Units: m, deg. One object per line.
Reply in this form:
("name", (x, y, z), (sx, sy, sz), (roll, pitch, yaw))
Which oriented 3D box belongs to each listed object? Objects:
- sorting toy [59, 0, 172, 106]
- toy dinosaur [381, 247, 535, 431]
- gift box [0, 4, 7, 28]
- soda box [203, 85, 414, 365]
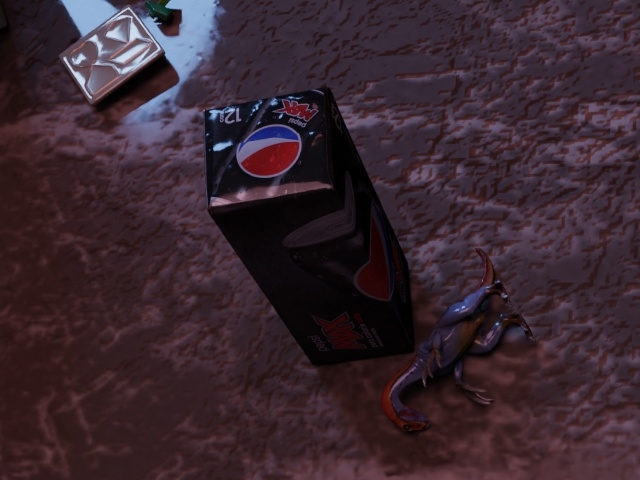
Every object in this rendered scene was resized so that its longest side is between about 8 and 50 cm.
("sorting toy", (-0.121, -0.124, 0.794), (0.083, 0.012, 0.062), (-36, 52, -1))
("toy dinosaur", (0.065, 0.057, 0.626), (0.082, 0.047, 0.090), (-31, 23, 9))
("gift box", (-0.365, -0.199, 0.779), (0.255, 0.258, 0.276), (-18, 76, 5))
("soda box", (0.000, 0.000, 0.588), (0.060, 0.169, 0.053), (-9, 60, 12))
